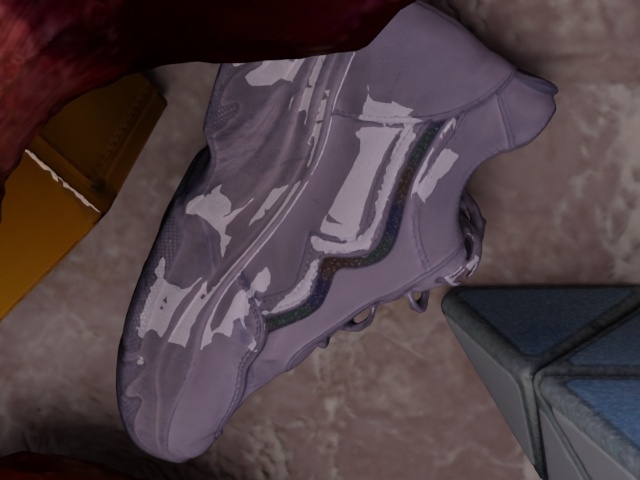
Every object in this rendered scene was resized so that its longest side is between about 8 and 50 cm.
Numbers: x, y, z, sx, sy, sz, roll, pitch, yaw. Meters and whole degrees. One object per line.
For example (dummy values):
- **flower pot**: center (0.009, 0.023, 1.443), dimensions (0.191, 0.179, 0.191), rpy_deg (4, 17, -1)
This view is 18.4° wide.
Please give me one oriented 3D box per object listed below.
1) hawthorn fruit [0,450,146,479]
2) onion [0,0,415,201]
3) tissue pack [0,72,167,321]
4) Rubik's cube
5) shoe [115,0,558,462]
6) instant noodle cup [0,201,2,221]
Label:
- **hawthorn fruit**: center (-0.147, 0.186, 0.922), dimensions (0.243, 0.207, 0.207), rpy_deg (30, 119, 10)
- **onion**: center (-0.061, -0.166, 0.594), dimensions (0.398, 0.398, 0.420), rpy_deg (22, 88, -1)
- **tissue pack**: center (-0.233, -0.070, 0.831), dimensions (0.274, 0.145, 0.194), rpy_deg (43, 114, -11)
- **Rubik's cube**: center (0.199, 0.118, 0.813), dimensions (0.233, 0.229, 0.228), rpy_deg (27, 141, -27)
- **shoe**: center (0.000, 0.000, 0.851), dimensions (0.137, 0.095, 0.245), rpy_deg (23, 112, 1)
- **instant noodle cup**: center (-0.281, -0.034, 0.638), dimensions (0.214, 0.296, 0.296), rpy_deg (-31, 107, 32)
